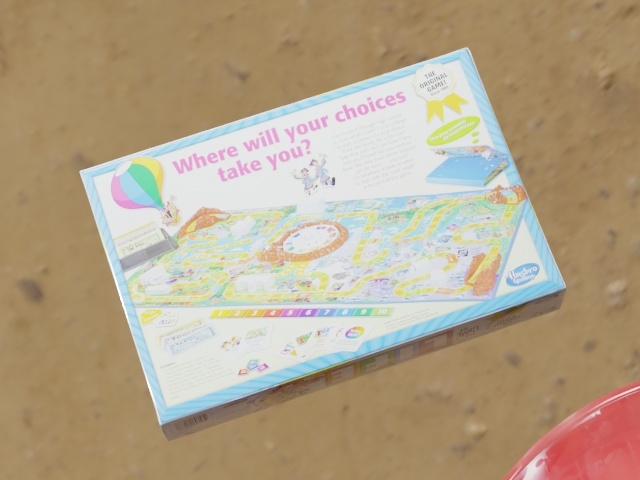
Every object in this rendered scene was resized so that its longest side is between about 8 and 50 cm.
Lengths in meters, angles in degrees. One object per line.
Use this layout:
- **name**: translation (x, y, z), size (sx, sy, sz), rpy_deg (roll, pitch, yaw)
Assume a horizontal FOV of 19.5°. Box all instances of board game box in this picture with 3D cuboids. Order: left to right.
- **board game box**: translation (0.000, 0.000, 0.688), size (0.026, 0.154, 0.103), rpy_deg (85, 166, -70)

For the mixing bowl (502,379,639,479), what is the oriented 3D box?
- **mixing bowl**: translation (0.129, 0.135, 0.540), size (0.181, 0.098, 0.181), rpy_deg (0, 101, 2)
